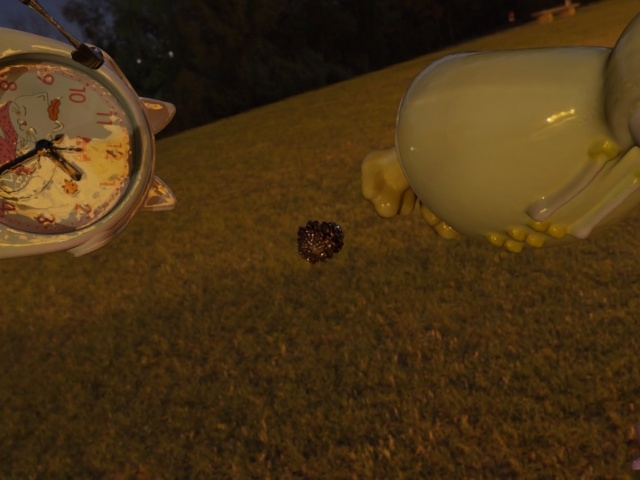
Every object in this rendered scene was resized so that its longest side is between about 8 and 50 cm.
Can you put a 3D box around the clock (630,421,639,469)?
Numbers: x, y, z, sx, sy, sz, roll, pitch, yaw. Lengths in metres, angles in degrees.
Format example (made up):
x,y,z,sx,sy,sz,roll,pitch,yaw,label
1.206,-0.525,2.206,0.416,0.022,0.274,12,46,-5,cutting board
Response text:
x,y,z,sx,sy,sz,roll,pitch,yaw,label
0.437,0.226,0.847,0.153,0.050,0.110,-7,-21,-27,clock

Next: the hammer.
x,y,z,sx,sy,sz,roll,pitch,yaw,label
-0.295,-0.243,0.700,0.021,0.201,0.078,-45,25,4,hammer

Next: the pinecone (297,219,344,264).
x,y,z,sx,sy,sz,roll,pitch,yaw,label
0.000,0.000,1.215,0.077,0.077,0.083,0,12,38,pinecone

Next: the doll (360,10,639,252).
x,y,z,sx,sy,sz,roll,pitch,yaw,label
0.133,-0.051,0.350,0.141,0.117,0.296,24,-11,-24,doll

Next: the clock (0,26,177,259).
x,y,z,sx,sy,sz,roll,pitch,yaw,label
-0.332,-0.104,0.840,0.324,0.265,0.109,2,-5,-27,clock
